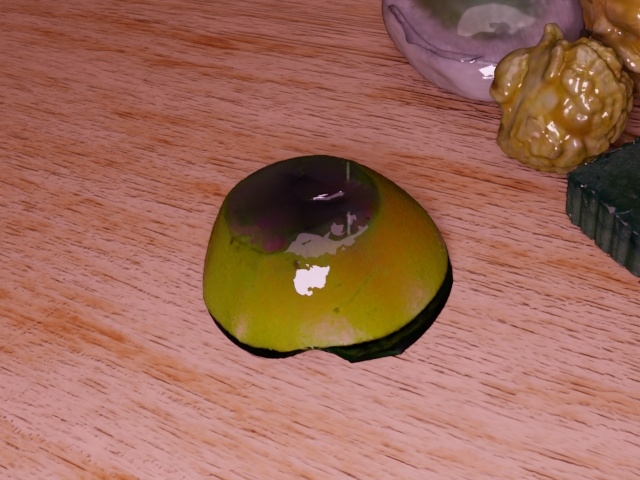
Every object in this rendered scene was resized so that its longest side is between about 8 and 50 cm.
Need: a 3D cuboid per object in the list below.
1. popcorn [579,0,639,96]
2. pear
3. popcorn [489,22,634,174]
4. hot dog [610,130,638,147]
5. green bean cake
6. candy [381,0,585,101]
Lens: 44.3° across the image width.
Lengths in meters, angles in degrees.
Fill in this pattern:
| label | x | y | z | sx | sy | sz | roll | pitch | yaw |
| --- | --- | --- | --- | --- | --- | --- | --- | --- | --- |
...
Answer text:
| label | x | y | z | sx | sy | sz | roll | pitch | yaw |
| --- | --- | --- | --- | --- | --- | --- | --- | --- | --- |
| popcorn | 0.612 | -0.415 | 1.322 | 0.381 | 0.349 | 0.349 | -24 | 42 | 13 |
| pear | -0.001 | -0.005 | 1.202 | 0.398 | 0.165 | 0.399 | -5 | 44 | 5 |
| popcorn | 0.400 | -0.218 | 1.297 | 0.195 | 0.256 | 0.255 | -19 | 73 | -20 |
| hot dog | 0.516 | -0.185 | 1.392 | 0.044 | 0.028 | 0.137 | -15 | 39 | -44 |
| green bean cake | 0.503 | -0.050 | 1.200 | 0.193 | 0.107 | 0.208 | -22 | 46 | -16 |
| candy | 0.331 | -0.424 | 1.559 | 0.386 | 0.186 | 0.427 | -15 | 46 | 4 |
